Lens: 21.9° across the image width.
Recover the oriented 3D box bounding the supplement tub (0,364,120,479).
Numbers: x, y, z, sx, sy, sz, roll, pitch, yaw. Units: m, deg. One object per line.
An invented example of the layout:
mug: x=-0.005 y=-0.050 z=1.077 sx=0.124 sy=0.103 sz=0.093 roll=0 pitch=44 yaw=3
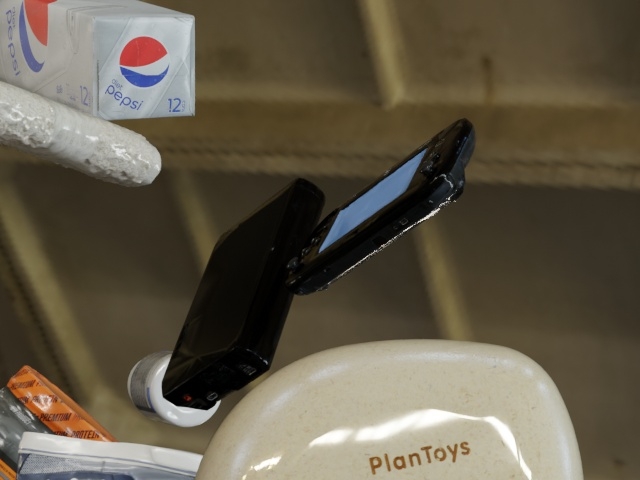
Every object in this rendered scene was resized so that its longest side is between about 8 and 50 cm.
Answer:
supplement tub: x=-0.390 y=0.322 z=1.898 sx=0.207 sy=0.338 sz=0.207 roll=41 pitch=-7 yaw=6

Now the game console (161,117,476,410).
game console: x=0.000 y=0.000 z=1.393 sx=0.044 sy=0.213 sz=0.361 roll=38 pitch=-48 yaw=-20

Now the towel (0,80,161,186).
towel: x=-0.270 y=-0.105 z=1.215 sx=0.282 sy=0.049 sz=0.187 roll=21 pitch=2 yaw=42

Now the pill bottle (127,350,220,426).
pill bottle: x=-0.159 y=0.156 z=1.760 sx=0.078 sy=0.078 sz=0.137 roll=31 pitch=-12 yaw=-16

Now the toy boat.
toy boat: x=0.049 y=0.226 z=1.101 sx=0.267 sy=0.318 sz=0.148 roll=-4 pitch=-17 yaw=-10

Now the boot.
boot: x=-0.171 y=0.215 z=1.402 sx=0.190 sy=0.086 sz=0.069 roll=4 pitch=-10 yaw=19

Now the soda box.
soda box: x=-0.214 y=-0.175 z=1.501 sx=0.098 sy=0.091 sz=0.286 roll=-5 pitch=16 yaw=-27
